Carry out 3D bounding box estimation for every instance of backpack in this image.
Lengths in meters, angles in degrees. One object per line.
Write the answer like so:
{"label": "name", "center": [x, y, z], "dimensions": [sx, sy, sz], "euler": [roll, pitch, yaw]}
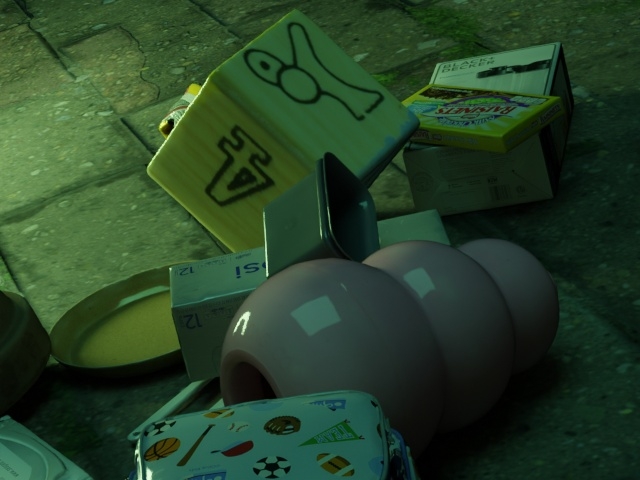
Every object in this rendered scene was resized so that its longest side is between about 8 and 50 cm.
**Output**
{"label": "backpack", "center": [-0.028, 0.246, 1.339], "dimensions": [0.276, 0.213, 0.263], "euler": [-13, 34, 1]}

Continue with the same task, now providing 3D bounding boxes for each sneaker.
{"label": "sneaker", "center": [-0.142, -0.140, 2.454], "dimensions": [0.093, 0.088, 0.225], "euler": [-45, 30, -12]}

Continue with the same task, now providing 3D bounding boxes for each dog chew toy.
{"label": "dog chew toy", "center": [0.077, 0.094, 1.623], "dimensions": [0.331, 0.207, 0.206], "euler": [-20, 22, -31]}

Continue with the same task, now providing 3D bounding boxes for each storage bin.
{"label": "storage bin", "center": [0.000, 0.000, 1.748], "dimensions": [0.091, 0.098, 0.135], "euler": [-30, 40, 23]}

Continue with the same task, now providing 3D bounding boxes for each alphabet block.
{"label": "alphabet block", "center": [-0.041, -0.106, 2.046], "dimensions": [0.192, 0.197, 0.193], "euler": [-42, -6, -48]}

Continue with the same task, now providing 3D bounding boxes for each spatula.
{"label": "spatula", "center": [-0.070, 0.140, 1.822], "dimensions": [0.168, 0.019, 0.242], "euler": [4, 29, 37]}

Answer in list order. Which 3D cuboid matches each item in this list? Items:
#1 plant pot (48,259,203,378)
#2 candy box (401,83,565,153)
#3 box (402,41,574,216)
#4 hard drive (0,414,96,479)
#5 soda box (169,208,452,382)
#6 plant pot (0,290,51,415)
{"label": "plant pot", "center": [-0.183, 0.090, 1.997], "dimensions": [0.236, 0.032, 0.236], "euler": [-15, 23, 6]}
{"label": "candy box", "center": [0.167, -0.141, 2.069], "dimensions": [0.105, 0.027, 0.206], "euler": [-36, 30, -32]}
{"label": "box", "center": [0.205, -0.136, 2.181], "dimensions": [0.169, 0.087, 0.290], "euler": [-8, 24, 18]}
{"label": "hard drive", "center": [-0.379, 0.286, 1.646], "dimensions": [0.339, 0.064, 0.237], "euler": [-28, 25, -23]}
{"label": "soda box", "center": [-0.005, 0.055, 1.832], "dimensions": [0.286, 0.091, 0.098], "euler": [-13, 25, 0]}
{"label": "plant pot", "center": [-0.449, 0.077, 1.919], "dimensions": [0.263, 0.229, 0.263], "euler": [-19, 25, 9]}
